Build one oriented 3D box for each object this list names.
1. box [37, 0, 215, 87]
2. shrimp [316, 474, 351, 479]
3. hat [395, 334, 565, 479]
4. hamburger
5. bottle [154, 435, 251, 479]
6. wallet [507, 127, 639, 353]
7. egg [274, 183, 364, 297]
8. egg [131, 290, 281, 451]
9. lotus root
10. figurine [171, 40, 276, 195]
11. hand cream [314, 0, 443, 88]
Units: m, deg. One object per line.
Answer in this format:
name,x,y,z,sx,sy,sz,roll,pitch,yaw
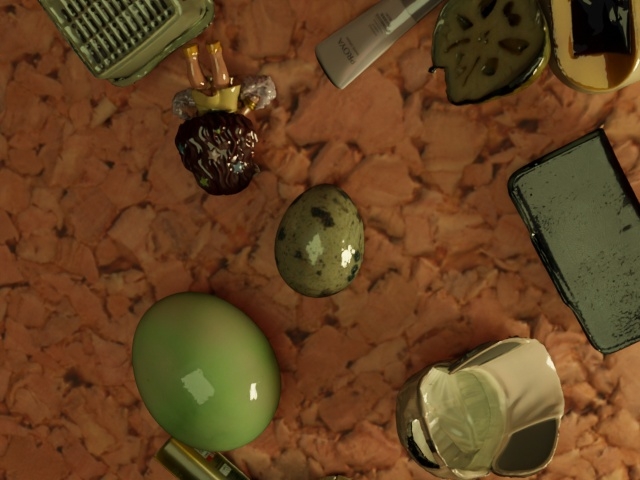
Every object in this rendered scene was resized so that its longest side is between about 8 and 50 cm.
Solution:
box,-0.317,-0.399,1.577,0.220,0.166,0.290,-33,94,18
shrimp,-0.016,0.453,1.737,0.190,0.042,0.101,-10,89,-18
hat,0.247,0.253,1.614,0.275,0.161,0.232,-27,108,-6
hamburger,0.399,-0.312,1.465,0.173,0.116,0.210,-6,106,23
bottle,-0.154,0.435,1.777,0.286,0.082,0.082,41,108,1
wallet,0.419,0.007,1.564,0.172,0.045,0.318,-28,95,15
egg,0.000,0.000,1.610,0.141,0.141,0.182,10,104,11
egg,-0.184,0.208,1.658,0.220,0.220,0.270,-34,94,18
lotus root,0.256,-0.280,1.497,0.203,0.078,0.183,-3,79,45
figurine,-0.160,-0.189,1.616,0.174,0.116,0.240,-4,101,14
hand cream,0.102,-0.330,1.557,0.255,0.048,0.079,-35,78,20
